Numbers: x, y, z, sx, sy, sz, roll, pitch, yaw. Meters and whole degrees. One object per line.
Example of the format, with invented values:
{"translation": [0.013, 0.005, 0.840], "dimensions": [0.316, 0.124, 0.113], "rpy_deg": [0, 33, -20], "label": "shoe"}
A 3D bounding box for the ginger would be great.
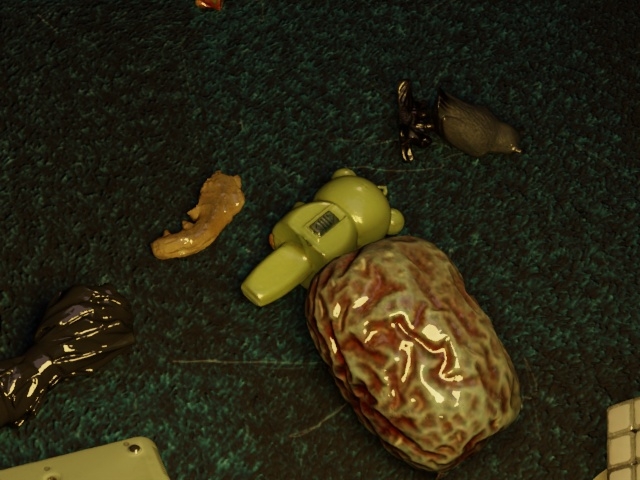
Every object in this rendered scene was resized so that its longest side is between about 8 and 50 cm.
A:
{"translation": [-0.167, -0.032, 1.769], "dimensions": [0.069, 0.051, 0.173], "rpy_deg": [32, 56, 14], "label": "ginger"}

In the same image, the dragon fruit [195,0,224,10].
{"translation": [-0.180, -0.411, 2.004], "dimensions": [0.060, 0.056, 0.083], "rpy_deg": [15, 52, -3], "label": "dragon fruit"}

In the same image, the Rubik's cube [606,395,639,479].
{"translation": [0.511, 0.314, 1.522], "dimensions": [0.237, 0.237, 0.238], "rpy_deg": [25, 54, -28], "label": "Rubik's cube"}

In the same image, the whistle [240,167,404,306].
{"translation": [0.000, 0.000, 1.744], "dimensions": [0.131, 0.106, 0.288], "rpy_deg": [42, 59, 14], "label": "whistle"}

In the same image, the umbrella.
{"translation": [-0.378, 0.179, 1.576], "dimensions": [0.340, 0.118, 0.118], "rpy_deg": [-41, 72, -19], "label": "umbrella"}

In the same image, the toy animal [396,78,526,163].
{"translation": [0.221, -0.191, 1.902], "dimensions": [0.210, 0.117, 0.121], "rpy_deg": [3, 51, -6], "label": "toy animal"}

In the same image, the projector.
{"translation": [-0.285, 0.341, 1.432], "dimensions": [0.251, 0.108, 0.198], "rpy_deg": [-12, 33, -17], "label": "projector"}

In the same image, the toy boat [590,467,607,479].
{"translation": [0.352, 0.401, 1.564], "dimensions": [0.129, 0.088, 0.295], "rpy_deg": [25, 57, 6], "label": "toy boat"}

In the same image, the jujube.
{"translation": [0.120, 0.145, 1.611], "dimensions": [0.226, 0.226, 0.317], "rpy_deg": [-24, 75, -23], "label": "jujube"}
